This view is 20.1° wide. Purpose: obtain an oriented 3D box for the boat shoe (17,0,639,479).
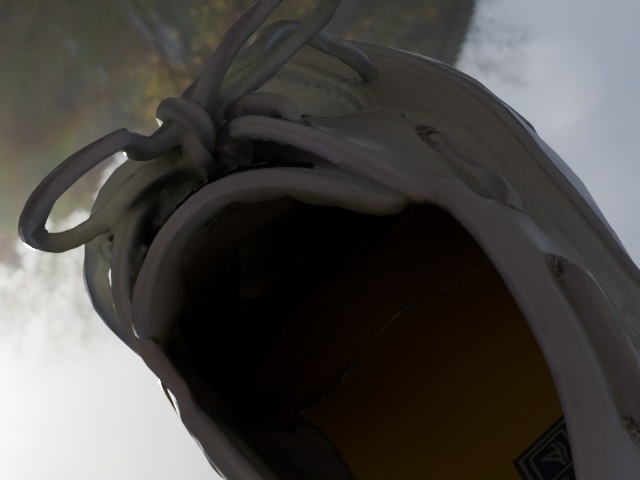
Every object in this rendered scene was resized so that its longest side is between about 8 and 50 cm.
[{"bbox_3d":[-0.005,0.007,0.484,0.136,0.156,0.367,-46,-148,9],"label":"boat shoe"}]
